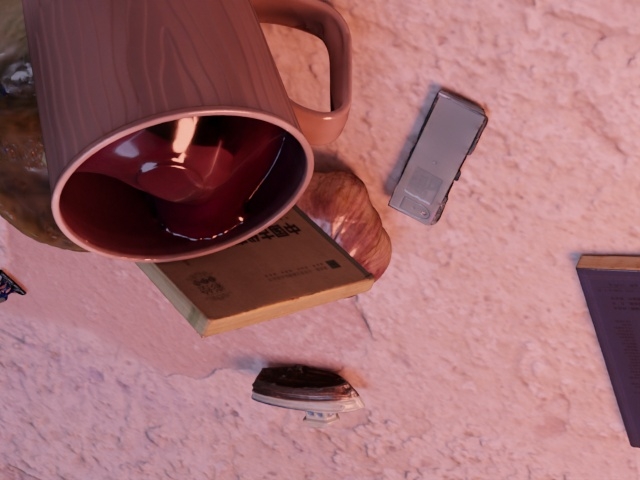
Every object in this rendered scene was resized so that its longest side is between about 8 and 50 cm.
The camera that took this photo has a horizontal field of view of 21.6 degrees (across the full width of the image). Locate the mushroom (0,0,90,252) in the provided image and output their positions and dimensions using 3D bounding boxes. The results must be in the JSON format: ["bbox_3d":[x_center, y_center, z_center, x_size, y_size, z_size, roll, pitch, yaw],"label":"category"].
[{"bbox_3d":[-0.281,-0.116,1.743,0.247,0.130,0.344,19,139,17],"label":"mushroom"}]

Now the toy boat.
[{"bbox_3d":[-0.013,0.186,1.956,0.140,0.059,0.066,3,121,25],"label":"toy boat"}]

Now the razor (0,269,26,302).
[{"bbox_3d":[-0.430,0.079,2.102,0.154,0.028,0.044,-23,119,42],"label":"razor"}]

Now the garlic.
[{"bbox_3d":[0.000,0.000,1.727,0.147,0.102,0.159,22,139,9],"label":"garlic"}]

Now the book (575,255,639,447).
[{"bbox_3d":[0.379,0.121,1.702,0.191,0.025,0.269,1,133,30],"label":"book"}]

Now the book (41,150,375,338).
[{"bbox_3d":[-0.109,-0.020,1.604,0.283,0.215,0.025,42,129,32],"label":"book"}]

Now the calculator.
[{"bbox_3d":[0.115,-0.078,1.646,0.057,0.018,0.172,24,139,2],"label":"calculator"}]

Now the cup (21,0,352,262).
[{"bbox_3d":[-0.116,-0.151,1.488,0.288,0.273,0.208,-21,147,4],"label":"cup"}]
